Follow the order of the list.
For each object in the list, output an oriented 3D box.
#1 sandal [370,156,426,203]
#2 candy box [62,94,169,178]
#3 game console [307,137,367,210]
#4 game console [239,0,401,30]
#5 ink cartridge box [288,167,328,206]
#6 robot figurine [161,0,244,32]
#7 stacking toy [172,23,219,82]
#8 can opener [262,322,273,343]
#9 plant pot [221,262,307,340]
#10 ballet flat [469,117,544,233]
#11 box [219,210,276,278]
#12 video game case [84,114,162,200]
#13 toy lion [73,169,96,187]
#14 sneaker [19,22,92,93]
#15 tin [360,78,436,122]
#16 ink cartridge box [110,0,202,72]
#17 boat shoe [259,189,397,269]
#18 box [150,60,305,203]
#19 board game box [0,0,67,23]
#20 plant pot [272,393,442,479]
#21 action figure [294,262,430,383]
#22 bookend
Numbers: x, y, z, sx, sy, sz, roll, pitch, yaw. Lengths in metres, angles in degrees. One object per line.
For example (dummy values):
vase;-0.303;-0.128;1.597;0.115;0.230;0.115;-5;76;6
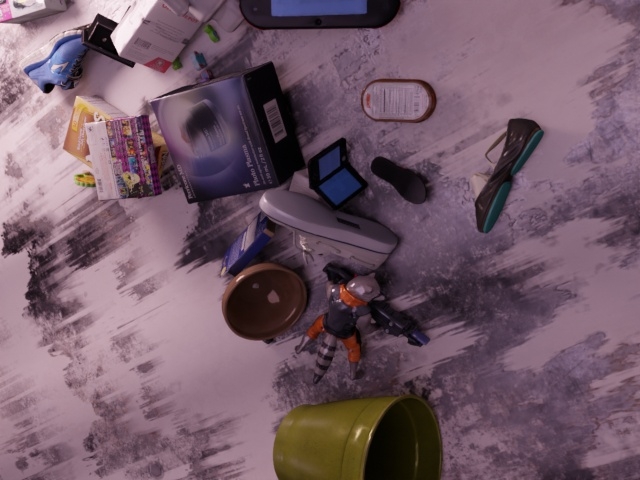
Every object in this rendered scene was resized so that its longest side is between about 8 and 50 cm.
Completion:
sandal;0.203;-0.155;1.802;0.179;0.040;0.067;40;112;29
candy box;-0.612;-0.283;2.151;0.316;0.087;0.183;32;114;16
game console;0.046;-0.169;1.803;0.085;0.144;0.124;26;138;32
game console;-0.003;-0.674;1.692;0.387;0.060;0.342;1;104;5
ink cartridge box;-0.026;-0.121;1.890;0.090;0.092;0.143;26;113;19
robot figurine;-0.308;-0.693;1.795;0.353;0.300;0.200;42;151;-16
stacking toy;-0.324;-0.461;1.982;0.167;0.052;0.221;-24;90;30
can opener;-0.201;0.222;2.084;0.186;0.059;0.073;47;119;9
plant pot;-0.165;0.152;1.992;0.110;0.237;0.237;52;130;55
ballet flat;0.413;-0.156;1.667;0.096;0.095;0.280;33;105;27
box;-0.199;0.008;1.990;0.036;0.136;0.225;34;120;-21
video game case;-0.569;-0.235;2.067;0.210;0.042;0.232;-3;101;26
toy lion;-0.726;-0.187;2.229;0.100;0.096;0.034;18;110;23
sneaker;-0.748;-0.541;2.154;0.330;0.130;0.147;-20;107;33
tin;0.188;-0.343;1.760;0.190;0.040;0.106;6;101;26
ink cartridge box;-0.434;-0.579;1.931;0.218;0.159;0.092;-43;59;25
boat shoe;0.000;-0.005;1.820;0.367;0.136;0.156;17;121;-20
box;-0.240;-0.276;1.878;0.294;0.183;0.296;-9;110;27
board game box;-0.901;-0.827;2.160;0.224;0.097;0.303;-4;100;27
plant pot;0.077;0.573;1.894;0.353;0.366;0.366;-2;102;40
action figure;0.097;0.235;1.875;0.341;0.178;0.330;30;124;19
bookend;-0.561;-0.591;2.006;0.157;0.156;0.072;-48;39;27
